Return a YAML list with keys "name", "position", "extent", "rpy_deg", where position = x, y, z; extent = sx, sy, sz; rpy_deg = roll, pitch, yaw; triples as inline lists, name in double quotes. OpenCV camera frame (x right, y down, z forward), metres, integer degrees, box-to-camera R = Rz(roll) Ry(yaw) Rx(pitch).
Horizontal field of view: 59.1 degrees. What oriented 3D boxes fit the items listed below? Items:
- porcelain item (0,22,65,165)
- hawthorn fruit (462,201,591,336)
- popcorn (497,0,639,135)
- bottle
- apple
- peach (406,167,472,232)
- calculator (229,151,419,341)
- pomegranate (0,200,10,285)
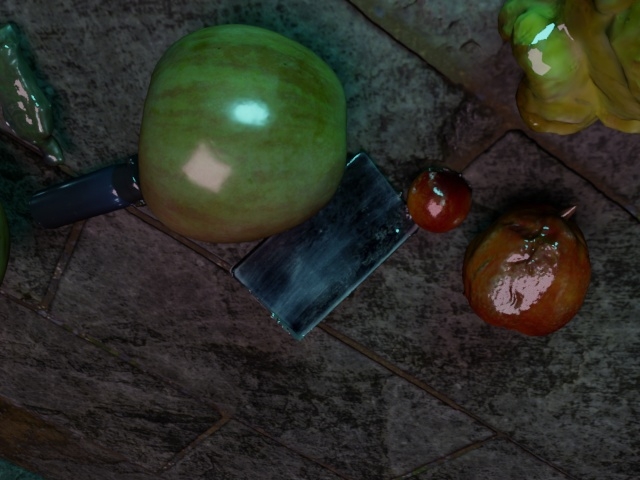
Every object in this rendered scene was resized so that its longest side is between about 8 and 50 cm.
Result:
- name: "porcelain item"
  position: [-0.437, -0.204, 0.835]
  extent: [0.081, 0.069, 0.215]
  rpy_deg: [-11, 127, 10]
- name: "hawthorn fruit"
  position: [0.280, 0.036, 0.776]
  extent: [0.174, 0.173, 0.178]
  rpy_deg: [-2, 104, 20]
- name: "popcorn"
  position: [0.292, -0.212, 0.505]
  extent: [0.226, 0.276, 0.276]
  rpy_deg: [-2, 143, -31]
- name: "bottle"
  position: [-0.369, -0.073, 0.927]
  extent: [0.245, 0.072, 0.082]
  rpy_deg: [-13, 104, 27]
- name: "apple"
  position: [-0.090, -0.121, 0.680]
  extent: [0.234, 0.256, 0.256]
  rpy_deg: [6, 135, -13]
- name: "peach"
  position: [0.167, -0.050, 0.786]
  extent: [0.098, 0.061, 0.098]
  rpy_deg: [2, 131, 3]
- name: "calculator"
  position: [0.013, 0.009, 0.813]
  extent: [0.262, 0.021, 0.161]
  rpy_deg: [-42, 114, -3]
- name: "pomegranate"
  position: [-0.703, -0.002, 0.877]
  extent: [0.412, 0.411, 0.411]
  rpy_deg: [9, 133, 10]
